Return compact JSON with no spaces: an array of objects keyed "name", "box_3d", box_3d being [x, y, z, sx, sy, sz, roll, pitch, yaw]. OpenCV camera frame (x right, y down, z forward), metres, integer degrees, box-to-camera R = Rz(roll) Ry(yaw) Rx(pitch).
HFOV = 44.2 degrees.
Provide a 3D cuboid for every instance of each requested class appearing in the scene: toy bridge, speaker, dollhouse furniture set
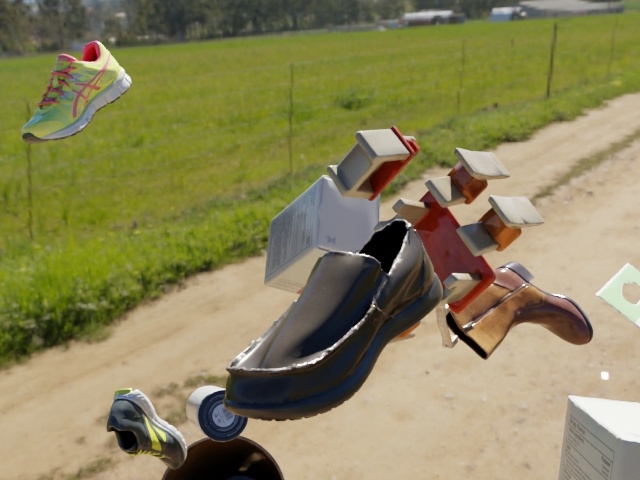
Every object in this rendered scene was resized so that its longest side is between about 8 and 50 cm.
[{"name":"toy bridge","box_3d":[0.249,0.129,1.567,0.026,0.188,0.063,6,22,29]},{"name":"speaker","box_3d":[-0.118,0.191,0.882,0.055,0.055,0.136,-9,-6,-17]},{"name":"dollhouse furniture set","box_3d":[0.134,-0.027,1.047,0.135,0.262,0.259,-4,54,-47]}]

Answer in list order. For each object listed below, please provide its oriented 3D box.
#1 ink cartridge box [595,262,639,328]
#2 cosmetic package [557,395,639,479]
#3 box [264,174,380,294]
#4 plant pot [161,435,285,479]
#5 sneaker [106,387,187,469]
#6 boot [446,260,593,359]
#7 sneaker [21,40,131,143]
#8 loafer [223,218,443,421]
[{"name":"ink cartridge box","box_3d":[0.465,0.139,1.024,0.235,0.056,0.171,38,31,21]},{"name":"cosmetic package","box_3d":[0.309,0.332,0.801,0.113,0.310,0.160,7,5,-1]},{"name":"box","box_3d":[0.000,0.000,1.496,0.126,0.149,0.232,16,-26,-23]},{"name":"plant pot","box_3d":[-0.156,0.462,1.394,0.215,0.215,0.230,-3,-19,1]},{"name":"sneaker","box_3d":[-0.128,0.143,0.568,0.031,0.083,0.035,-12,36,30]},{"name":"boot","box_3d":[0.431,0.178,1.710,0.264,0.096,0.280,47,45,16]},{"name":"sneaker","box_3d":[-0.363,-0.214,1.128,0.081,0.094,0.208,0,39,29]},{"name":"loafer","box_3d":[0.007,0.046,0.542,0.080,0.078,0.220,-2,20,36]}]
